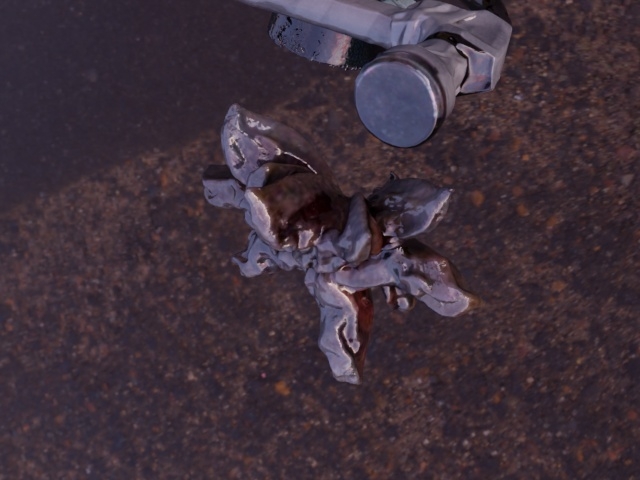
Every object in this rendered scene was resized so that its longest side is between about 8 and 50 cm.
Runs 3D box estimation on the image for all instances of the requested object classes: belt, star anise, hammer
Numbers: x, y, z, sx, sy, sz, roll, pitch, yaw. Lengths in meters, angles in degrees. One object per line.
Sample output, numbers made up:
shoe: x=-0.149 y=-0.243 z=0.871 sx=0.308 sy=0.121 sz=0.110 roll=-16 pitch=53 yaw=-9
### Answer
belt: x=0.034 y=-0.278 z=0.991 sx=0.151 sy=0.198 sz=0.078 roll=44 pitch=134 yaw=28
star anise: x=-0.002 y=-0.004 z=0.667 sx=0.282 sy=0.129 sz=0.212 roll=36 pitch=153 yaw=25
hammer: x=-0.095 y=-0.163 z=0.466 sx=0.426 sy=0.152 sz=0.044 roll=22 pitch=130 yaw=18
